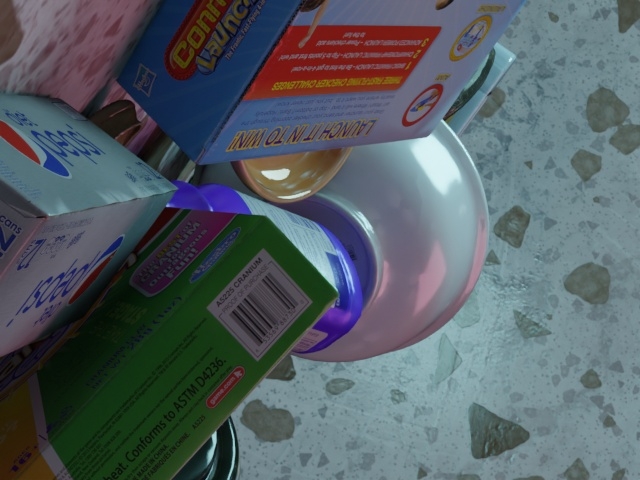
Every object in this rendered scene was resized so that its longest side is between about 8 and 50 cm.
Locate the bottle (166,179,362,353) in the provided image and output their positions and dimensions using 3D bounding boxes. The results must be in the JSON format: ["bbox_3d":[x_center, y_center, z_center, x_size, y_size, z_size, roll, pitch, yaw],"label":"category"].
[{"bbox_3d":[-0.078,0.015,1.251,0.092,0.118,0.283,-36,150,22],"label":"bottle"}]

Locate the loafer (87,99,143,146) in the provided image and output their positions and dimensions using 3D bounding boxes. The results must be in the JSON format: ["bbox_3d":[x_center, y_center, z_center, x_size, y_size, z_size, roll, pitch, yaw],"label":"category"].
[{"bbox_3d":[-0.158,-0.025,0.998,0.148,0.050,0.056,-52,180,1],"label":"loafer"}]

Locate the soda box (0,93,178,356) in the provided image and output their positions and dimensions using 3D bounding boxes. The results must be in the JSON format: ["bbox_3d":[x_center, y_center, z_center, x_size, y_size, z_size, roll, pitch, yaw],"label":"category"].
[{"bbox_3d":[-0.156,-0.009,0.751,0.098,0.091,0.286,-53,178,7],"label":"soda box"}]

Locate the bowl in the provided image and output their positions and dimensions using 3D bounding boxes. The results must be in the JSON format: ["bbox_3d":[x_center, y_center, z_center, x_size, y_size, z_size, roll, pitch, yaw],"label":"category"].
[{"bbox_3d":[0.000,0.000,1.452,0.298,0.298,0.134,-55,180,27],"label":"bowl"}]

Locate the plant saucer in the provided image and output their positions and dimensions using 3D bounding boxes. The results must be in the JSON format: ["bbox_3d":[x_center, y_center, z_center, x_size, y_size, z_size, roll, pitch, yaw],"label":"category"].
[{"bbox_3d":[-0.024,-0.131,1.304,0.200,0.037,0.200,-31,129,-48],"label":"plant saucer"}]

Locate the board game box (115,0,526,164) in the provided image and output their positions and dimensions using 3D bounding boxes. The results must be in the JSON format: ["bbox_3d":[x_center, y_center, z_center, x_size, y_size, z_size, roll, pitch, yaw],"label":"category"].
[{"bbox_3d":[0.054,-0.200,1.042,0.308,0.086,0.302,-11,142,-57],"label":"board game box"}]

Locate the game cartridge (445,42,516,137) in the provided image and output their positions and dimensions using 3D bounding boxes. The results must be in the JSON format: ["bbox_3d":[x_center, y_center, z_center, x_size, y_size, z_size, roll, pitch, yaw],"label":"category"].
[{"bbox_3d":[0.078,-0.165,1.938,0.297,0.198,0.062,-54,178,2],"label":"game cartridge"}]

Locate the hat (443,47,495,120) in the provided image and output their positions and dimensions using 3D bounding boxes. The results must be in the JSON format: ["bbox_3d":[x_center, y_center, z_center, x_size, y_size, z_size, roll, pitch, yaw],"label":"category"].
[{"bbox_3d":[0.108,-0.189,1.761,0.331,0.134,0.331,-51,179,-1],"label":"hat"}]

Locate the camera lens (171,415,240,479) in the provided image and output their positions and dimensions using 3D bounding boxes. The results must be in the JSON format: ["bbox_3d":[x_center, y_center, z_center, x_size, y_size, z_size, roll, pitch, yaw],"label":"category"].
[{"bbox_3d":[-0.214,0.220,1.344,0.274,0.219,0.219,-50,-179,39],"label":"camera lens"}]

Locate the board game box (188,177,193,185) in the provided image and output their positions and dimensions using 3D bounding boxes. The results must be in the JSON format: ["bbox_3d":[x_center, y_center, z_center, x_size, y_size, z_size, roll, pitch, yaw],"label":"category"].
[{"bbox_3d":[-0.047,-0.135,1.759,0.213,0.046,0.317,-54,178,4],"label":"board game box"}]

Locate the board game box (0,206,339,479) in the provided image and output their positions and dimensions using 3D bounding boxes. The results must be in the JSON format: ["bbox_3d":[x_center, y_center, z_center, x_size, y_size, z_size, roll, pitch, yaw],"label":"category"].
[{"bbox_3d":[-0.148,0.084,0.935,0.242,0.064,0.316,-47,-161,-15],"label":"board game box"}]
